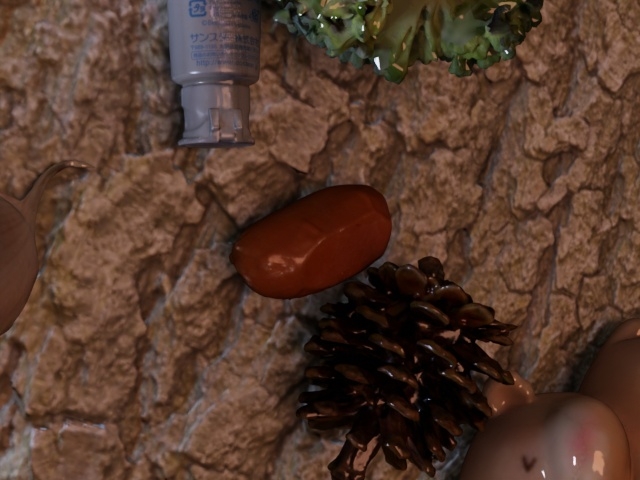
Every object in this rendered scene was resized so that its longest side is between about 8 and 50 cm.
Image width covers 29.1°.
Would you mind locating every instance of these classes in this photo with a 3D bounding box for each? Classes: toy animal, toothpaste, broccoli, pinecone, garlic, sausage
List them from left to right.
[{"bbox_3d":[-0.283,0.023,0.941,0.266,0.128,0.149,-9,113,-41],"label":"garlic"},{"bbox_3d":[-0.090,-0.228,1.035,0.114,0.073,0.299,0,89,-33],"label":"toothpaste"},{"bbox_3d":[0.000,0.000,1.104,0.179,0.089,0.089,-26,109,-36],"label":"sausage"},{"bbox_3d":[0.071,0.123,1.114,0.185,0.168,0.212,28,99,-21],"label":"pinecone"},{"bbox_3d":[0.072,-0.311,1.029,0.334,0.324,0.272,-9,144,-39],"label":"broccoli"},{"bbox_3d":[0.267,0.227,1.203,0.246,0.277,0.345,27,85,-17],"label":"toy animal"}]
